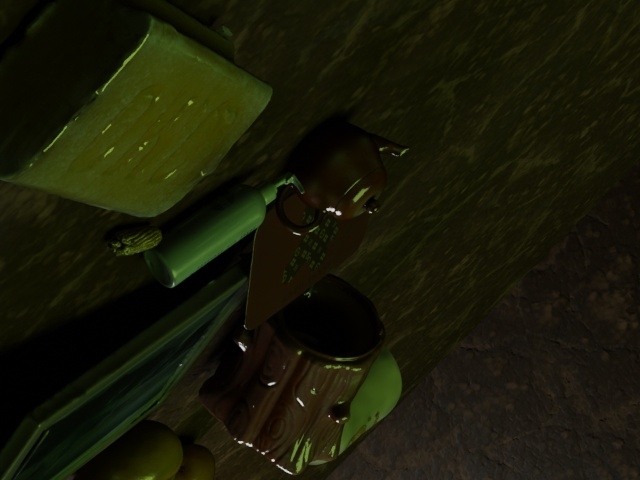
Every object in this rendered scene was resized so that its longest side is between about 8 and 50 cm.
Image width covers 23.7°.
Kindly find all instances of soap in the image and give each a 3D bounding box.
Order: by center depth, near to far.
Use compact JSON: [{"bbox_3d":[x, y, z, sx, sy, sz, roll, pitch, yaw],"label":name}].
[{"bbox_3d":[-0.154,-0.110,1.210,0.173,0.089,0.274,-45,164,9],"label":"soap"}]

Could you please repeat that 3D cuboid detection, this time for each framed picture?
[{"bbox_3d":[-0.253,0.195,1.765,0.446,0.028,0.326,-37,169,-51],"label":"framed picture"}]

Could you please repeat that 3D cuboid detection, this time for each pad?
[{"bbox_3d":[-0.008,-0.009,1.890,0.267,0.004,0.181,-37,145,-45],"label":"pad"}]

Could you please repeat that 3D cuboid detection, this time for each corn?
[{"bbox_3d":[-0.188,0.001,1.544,0.028,0.027,0.083,-40,170,22],"label":"corn"}]

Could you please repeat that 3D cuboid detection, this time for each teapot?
[{"bbox_3d":[0.025,-0.068,1.759,0.173,0.116,0.116,-40,165,-11],"label":"teapot"}]

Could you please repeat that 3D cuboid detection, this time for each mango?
[{"bbox_3d":[-0.211,0.368,2.402,0.102,0.085,0.184,-43,171,-1],"label":"mango"}]

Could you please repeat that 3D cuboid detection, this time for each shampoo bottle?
[{"bbox_3d":[-0.103,-0.022,1.654,0.195,0.056,0.056,-37,164,-27],"label":"shampoo bottle"}]

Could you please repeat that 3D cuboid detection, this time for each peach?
[{"bbox_3d":[-0.264,0.323,2.092,0.179,0.103,0.179,-43,167,-12],"label":"peach"}]

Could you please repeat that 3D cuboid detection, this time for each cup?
[{"bbox_3d":[-0.020,0.251,2.523,0.202,0.255,0.173,-33,120,-40],"label":"cup"}]

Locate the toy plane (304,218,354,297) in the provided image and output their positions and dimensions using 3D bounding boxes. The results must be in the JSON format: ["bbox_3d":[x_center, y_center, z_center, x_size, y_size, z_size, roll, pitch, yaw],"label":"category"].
[{"bbox_3d":[0.000,0.000,1.987,0.145,0.060,0.037,-55,169,-18],"label":"toy plane"}]

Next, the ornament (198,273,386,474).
[{"bbox_3d":[-0.033,0.168,2.127,0.235,0.221,0.218,-88,-161,-46],"label":"ornament"}]

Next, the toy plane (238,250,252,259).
[{"bbox_3d":[-0.066,0.009,1.889,0.083,0.031,0.078,-33,154,-28],"label":"toy plane"}]
